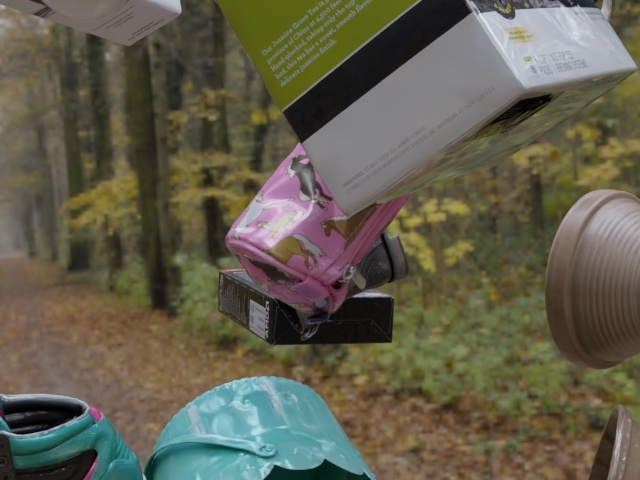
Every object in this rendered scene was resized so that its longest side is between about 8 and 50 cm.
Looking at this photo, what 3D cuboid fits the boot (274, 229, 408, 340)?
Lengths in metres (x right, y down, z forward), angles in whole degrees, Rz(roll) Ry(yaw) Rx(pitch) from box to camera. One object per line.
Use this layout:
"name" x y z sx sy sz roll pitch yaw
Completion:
"boot" 0.000 0.000 1.810 0.229 0.263 0.091 -22 -9 -26

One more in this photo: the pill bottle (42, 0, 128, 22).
"pill bottle" -0.214 -0.327 1.213 0.118 0.117 0.208 -4 37 25

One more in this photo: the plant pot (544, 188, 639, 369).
"plant pot" 0.400 0.054 1.491 0.237 0.237 0.110 -6 9 -44

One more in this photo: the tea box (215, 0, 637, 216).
"tea box" 0.097 -0.234 1.142 0.220 0.323 0.329 -34 -9 32

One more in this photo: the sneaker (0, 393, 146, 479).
"sneaker" -0.320 0.237 1.100 0.296 0.178 0.124 -24 20 -21

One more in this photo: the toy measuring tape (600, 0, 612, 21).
"toy measuring tape" 0.264 -0.367 1.169 0.121 0.330 0.121 3 26 -2

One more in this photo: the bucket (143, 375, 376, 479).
"bucket" -0.069 0.309 1.368 0.281 0.281 0.183 -5 34 -20

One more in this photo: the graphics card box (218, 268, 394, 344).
"graphics card box" -0.037 0.119 2.163 0.233 0.094 0.371 1 5 -20

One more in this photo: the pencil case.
"pencil case" 0.057 -0.091 1.380 0.167 0.386 0.160 36 -18 3

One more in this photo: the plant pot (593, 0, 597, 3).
"plant pot" 0.288 -0.404 1.642 0.215 0.230 0.215 -48 -6 -7

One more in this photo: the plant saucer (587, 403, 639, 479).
"plant saucer" 0.342 0.337 1.401 0.041 0.277 0.278 16 5 11

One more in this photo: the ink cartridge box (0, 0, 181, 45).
"ink cartridge box" -0.324 -0.387 1.478 0.114 0.197 0.273 -22 -21 35
